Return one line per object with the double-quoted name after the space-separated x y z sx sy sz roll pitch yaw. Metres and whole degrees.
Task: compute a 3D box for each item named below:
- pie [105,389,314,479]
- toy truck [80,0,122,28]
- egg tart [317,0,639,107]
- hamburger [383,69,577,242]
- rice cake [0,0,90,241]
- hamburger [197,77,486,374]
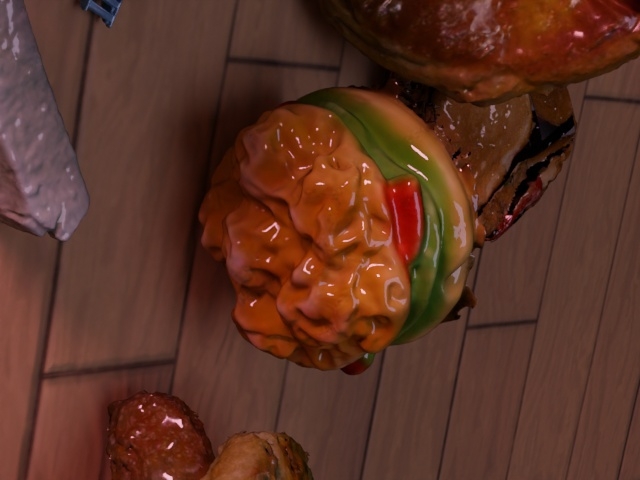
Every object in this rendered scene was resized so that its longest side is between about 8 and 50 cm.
-0.039 0.357 1.151 0.418 0.180 0.395 55 29 -38 "pie"
-0.129 -0.192 1.033 0.056 0.090 0.073 30 36 -51 "toy truck"
0.135 -0.274 1.169 0.153 0.351 0.339 -71 174 -54 "egg tart"
0.142 -0.115 1.360 0.231 0.107 0.231 -18 117 -41 "hamburger"
-0.212 -0.094 0.966 0.063 0.069 0.206 -38 128 -33 "rice cake"
0.000 0.000 1.141 0.149 0.237 0.237 -23 121 -40 "hamburger"
